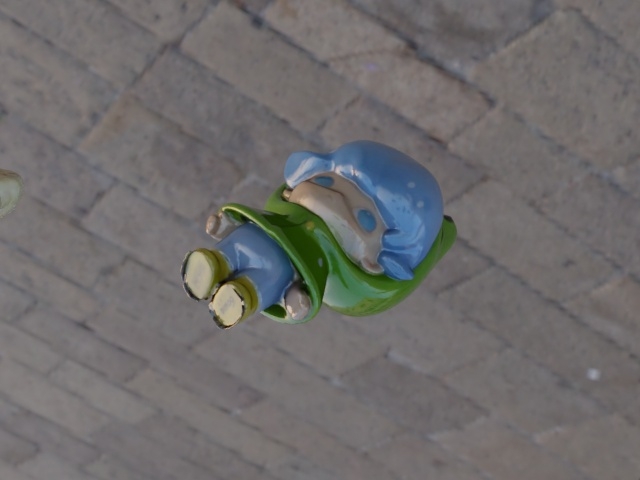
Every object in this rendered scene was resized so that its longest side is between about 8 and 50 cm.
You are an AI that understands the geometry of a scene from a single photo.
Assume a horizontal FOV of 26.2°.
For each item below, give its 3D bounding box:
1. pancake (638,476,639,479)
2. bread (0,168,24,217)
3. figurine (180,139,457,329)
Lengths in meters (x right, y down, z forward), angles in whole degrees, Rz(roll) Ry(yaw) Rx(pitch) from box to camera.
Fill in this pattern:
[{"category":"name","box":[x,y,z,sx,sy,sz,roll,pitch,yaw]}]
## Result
[{"category":"pancake","box":[0.136,0.028,0.425,0.037,0.253,0.253,24,151,13]},{"category":"bread","box":[-0.390,-0.034,1.071,0.316,0.054,0.316,3,-169,-1]},{"category":"figurine","box":[0.000,0.000,1.189,0.162,0.263,0.143,39,134,29]}]
